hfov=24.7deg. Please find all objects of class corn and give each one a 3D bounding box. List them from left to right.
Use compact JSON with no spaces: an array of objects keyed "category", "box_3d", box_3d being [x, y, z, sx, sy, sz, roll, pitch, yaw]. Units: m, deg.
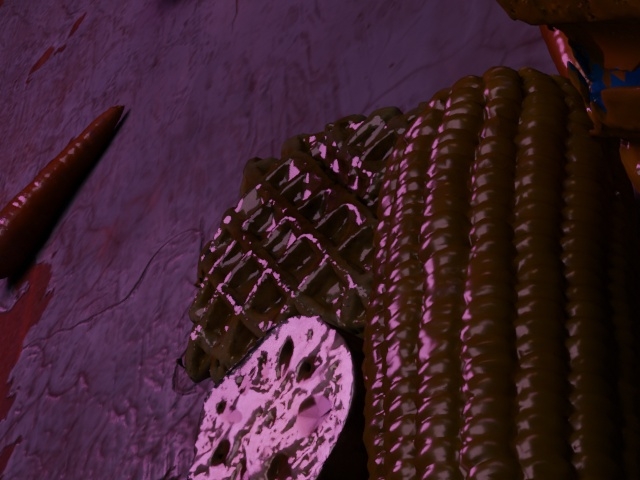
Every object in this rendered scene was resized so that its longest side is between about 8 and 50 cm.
[{"category":"corn","box_3d":[0.083,0.060,0.632,0.131,0.131,0.344,-35,32,30]}]

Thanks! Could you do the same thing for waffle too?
[{"category":"waffle","box_3d":[0.000,0.000,0.910,0.214,0.054,0.208,-18,38,39]}]

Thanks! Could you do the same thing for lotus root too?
[{"category":"lotus root","box_3d":[-0.004,0.110,0.754,0.122,0.081,0.112,-43,30,16]}]

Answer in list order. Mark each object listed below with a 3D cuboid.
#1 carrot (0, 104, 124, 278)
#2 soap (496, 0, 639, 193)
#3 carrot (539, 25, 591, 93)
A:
[{"category":"carrot","box_3d":[-0.255,-0.049,1.386,0.216,0.048,0.048,-53,26,-14]},{"category":"soap","box_3d":[0.221,-0.053,0.476,0.096,0.204,0.324,-46,26,-19]},{"category":"carrot","box_3d":[0.153,-0.176,0.896,0.062,0.066,0.271,90,-169,-54]}]
